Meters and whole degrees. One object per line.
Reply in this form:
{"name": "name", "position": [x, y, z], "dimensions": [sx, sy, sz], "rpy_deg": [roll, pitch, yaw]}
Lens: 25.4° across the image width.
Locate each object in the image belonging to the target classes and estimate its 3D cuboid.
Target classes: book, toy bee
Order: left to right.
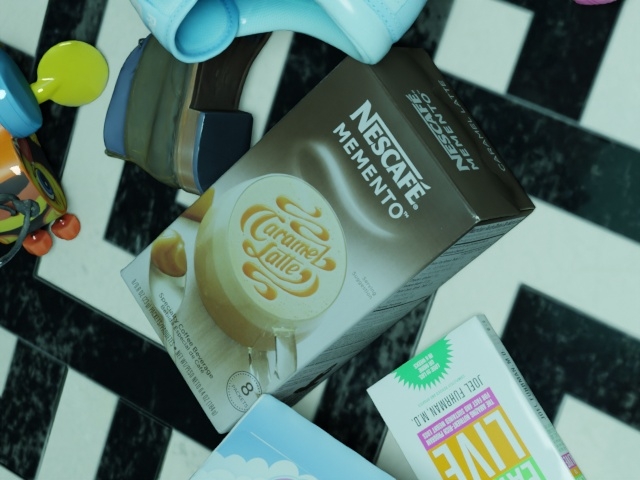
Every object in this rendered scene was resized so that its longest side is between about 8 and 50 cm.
{"name": "toy bee", "position": [-0.256, -0.061, 1.080], "dimensions": [0.195, 0.162, 0.298], "rpy_deg": [-9, 59, 16]}
{"name": "book", "position": [0.108, 0.135, 0.944], "dimensions": [0.096, 0.035, 0.144], "rpy_deg": [-38, 75, 24]}

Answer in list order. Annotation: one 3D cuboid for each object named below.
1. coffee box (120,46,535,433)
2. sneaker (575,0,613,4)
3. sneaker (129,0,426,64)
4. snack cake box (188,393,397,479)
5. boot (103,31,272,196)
{"name": "coffee box", "position": [0.000, 0.000, 0.952], "dimensions": [0.246, 0.098, 0.141], "rpy_deg": [-42, 74, 27]}
{"name": "sneaker", "position": [0.147, -0.266, 0.831], "dimensions": [0.103, 0.111, 0.252], "rpy_deg": [-2, 94, 31]}
{"name": "sneaker", "position": [-0.100, -0.195, 0.884], "dimensions": [0.366, 0.135, 0.150], "rpy_deg": [14, 72, 26]}
{"name": "snack cake box", "position": [0.046, 0.230, 0.910], "dimensions": [0.264, 0.152, 0.089], "rpy_deg": [31, 65, 25]}
{"name": "boot", "position": [-0.096, -0.145, 1.004], "dimensions": [0.106, 0.082, 0.219], "rpy_deg": [13, 93, 33]}
